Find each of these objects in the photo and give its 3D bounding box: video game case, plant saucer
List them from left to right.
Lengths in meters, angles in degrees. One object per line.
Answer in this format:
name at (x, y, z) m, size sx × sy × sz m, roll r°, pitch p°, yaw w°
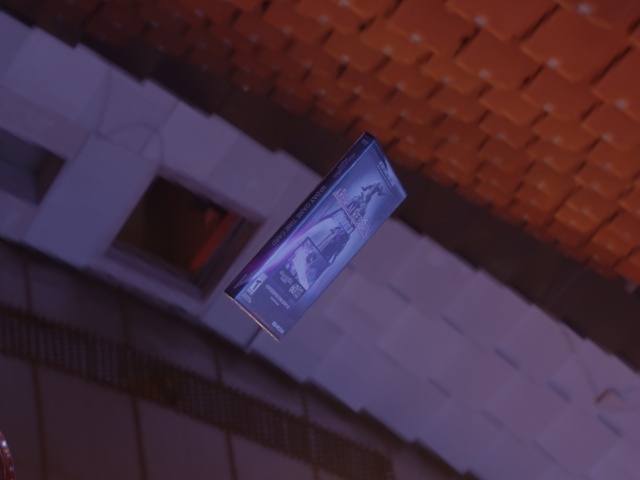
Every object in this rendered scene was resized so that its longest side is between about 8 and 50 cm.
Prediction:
plant saucer at (-0.371, 0.252, 1.499) m, size 0.083 × 0.013 × 0.083 m, roll -15°, pitch -90°, yaw -87°
video game case at (0.000, 0.000, 1.742) m, size 0.026 × 0.274 × 0.196 m, roll 40°, pitch 175°, yaw 25°
